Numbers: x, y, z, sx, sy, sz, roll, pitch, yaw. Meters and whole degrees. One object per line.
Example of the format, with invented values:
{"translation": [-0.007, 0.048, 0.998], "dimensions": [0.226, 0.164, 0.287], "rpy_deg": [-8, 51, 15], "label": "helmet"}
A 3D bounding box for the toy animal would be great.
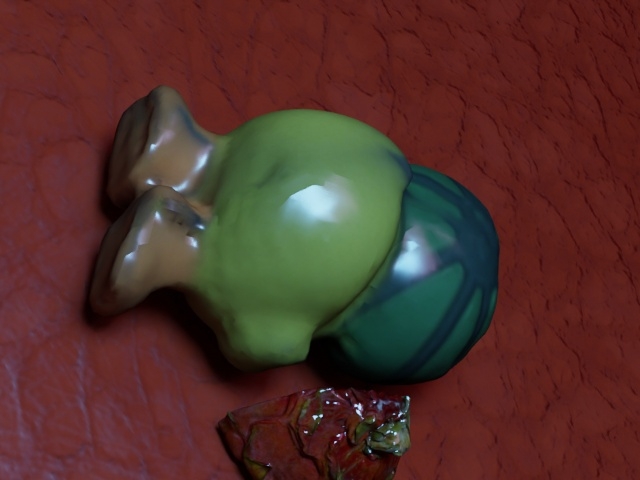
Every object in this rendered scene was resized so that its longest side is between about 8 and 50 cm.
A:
{"translation": [0.003, -0.001, 1.078], "dimensions": [0.338, 0.191, 0.216], "rpy_deg": [20, 53, -27], "label": "toy animal"}

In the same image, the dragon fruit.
{"translation": [0.014, 0.161, 1.051], "dimensions": [0.162, 0.106, 0.083], "rpy_deg": [14, 57, -33], "label": "dragon fruit"}
